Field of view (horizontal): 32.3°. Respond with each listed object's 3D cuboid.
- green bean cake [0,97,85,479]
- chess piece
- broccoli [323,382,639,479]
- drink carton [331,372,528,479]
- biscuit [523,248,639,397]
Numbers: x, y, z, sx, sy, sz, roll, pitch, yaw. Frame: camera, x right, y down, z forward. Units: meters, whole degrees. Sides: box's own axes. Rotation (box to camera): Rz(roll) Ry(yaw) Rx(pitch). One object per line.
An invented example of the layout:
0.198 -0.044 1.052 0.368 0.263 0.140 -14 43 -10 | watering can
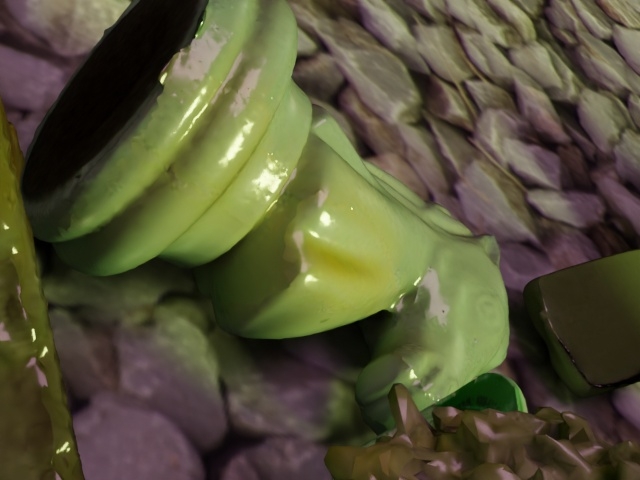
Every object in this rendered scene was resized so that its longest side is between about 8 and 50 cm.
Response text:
-0.129 0.077 0.332 0.124 0.233 0.236 -13 70 -13 | green bean cake
0.000 0.000 0.600 0.298 0.175 0.176 36 38 -28 | chess piece
0.077 0.150 0.230 0.397 0.353 0.275 10 67 -38 | broccoli
0.090 0.170 0.522 0.142 0.144 0.146 29 41 -31 | drink carton
0.259 0.051 0.830 0.322 0.038 0.099 -10 67 -44 | biscuit
